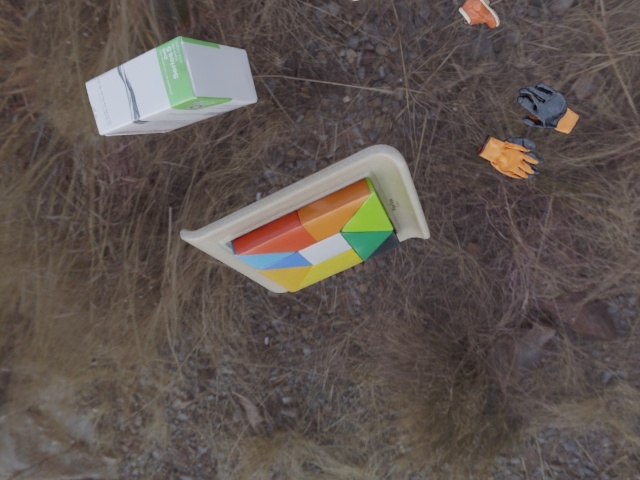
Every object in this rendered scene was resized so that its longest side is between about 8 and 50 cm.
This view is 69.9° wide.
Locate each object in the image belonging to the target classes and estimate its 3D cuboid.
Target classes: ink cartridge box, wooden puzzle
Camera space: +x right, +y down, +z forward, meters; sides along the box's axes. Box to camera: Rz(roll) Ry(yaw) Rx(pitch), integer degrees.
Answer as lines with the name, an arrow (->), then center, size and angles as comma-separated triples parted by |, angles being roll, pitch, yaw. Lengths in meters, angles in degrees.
ink cartridge box -> -0.302, -0.304, 0.938 | 0.273, 0.198, 0.115 | -8, 100, 29
wooden puzzle -> 0.000, 0.000, 0.526 | 0.239, 0.221, 0.044 | -20, 64, 12

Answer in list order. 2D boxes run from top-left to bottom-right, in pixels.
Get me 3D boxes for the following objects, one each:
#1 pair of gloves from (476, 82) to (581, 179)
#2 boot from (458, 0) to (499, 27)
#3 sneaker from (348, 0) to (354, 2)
pair of gloves -> 0.192, -0.097, 0.420 | 0.074, 0.010, 0.083 | 21, 113, -22
boot -> 0.480, -0.681, 1.387 | 0.158, 0.059, 0.084 | 20, 129, -42
sneaker -> 0.050, -0.735, 1.284 | 0.061, 0.065, 0.158 | -43, 109, -12
